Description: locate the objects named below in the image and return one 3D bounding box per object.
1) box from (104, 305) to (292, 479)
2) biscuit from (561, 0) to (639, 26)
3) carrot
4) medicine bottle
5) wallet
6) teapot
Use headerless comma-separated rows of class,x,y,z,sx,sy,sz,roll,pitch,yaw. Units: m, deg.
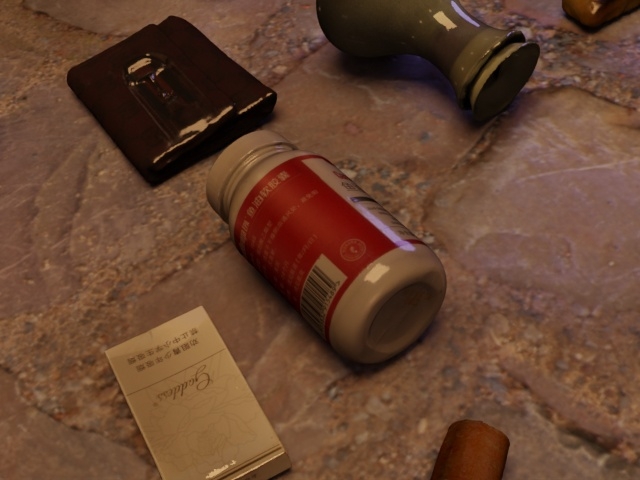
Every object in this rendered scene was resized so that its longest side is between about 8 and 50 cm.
box,-0.118,0.155,0.978,0.109,0.029,0.198,-25,50,-12
biscuit,0.353,-0.351,1.326,0.174,0.039,0.183,-27,52,-12
carrot,0.103,0.252,0.844,0.067,0.067,0.225,10,51,16
medicine bottle,0.000,0.000,1.023,0.131,0.131,0.250,-33,54,-18
wallet,-0.184,-0.180,1.255,0.182,0.049,0.229,-34,52,-15
teapot,0.121,-0.251,1.199,0.183,0.183,0.251,-37,66,-21
